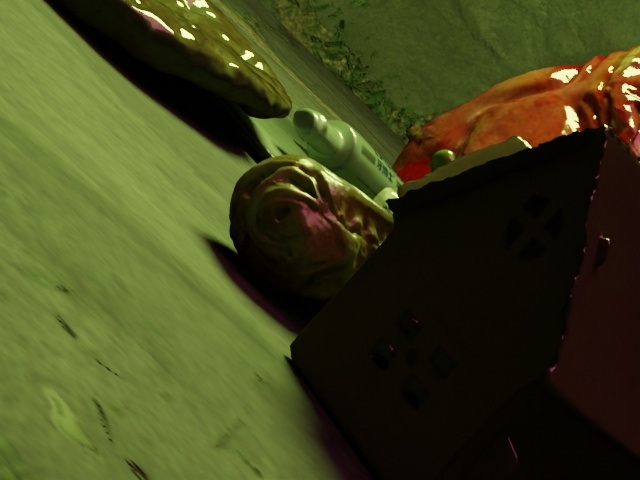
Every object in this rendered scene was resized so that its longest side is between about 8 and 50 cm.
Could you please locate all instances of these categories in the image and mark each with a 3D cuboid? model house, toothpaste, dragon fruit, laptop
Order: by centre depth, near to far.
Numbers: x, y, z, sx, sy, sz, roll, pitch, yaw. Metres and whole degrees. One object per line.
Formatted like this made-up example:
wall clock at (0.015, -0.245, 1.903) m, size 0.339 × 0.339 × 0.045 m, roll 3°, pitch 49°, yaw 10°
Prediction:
model house at (0.126, 0.001, 0.661) m, size 0.181 × 0.248 × 0.176 m, roll 39°, pitch 8°, yaw -44°
toothpaste at (0.045, -0.031, 1.192) m, size 0.067 × 0.037 × 0.255 m, roll 51°, pitch 6°, yaw 35°
laptop at (-0.013, -0.056, 1.203) m, size 0.188 × 0.015 × 0.269 m, roll 48°, pitch 8°, yaw 29°
dragon fruit at (0.241, -0.044, 1.371) m, size 0.286 × 0.329 × 0.228 m, roll 44°, pitch 13°, yaw -8°

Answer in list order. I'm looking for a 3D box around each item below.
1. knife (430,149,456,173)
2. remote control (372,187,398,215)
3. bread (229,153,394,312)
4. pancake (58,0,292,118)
knife at (0.060, 0.027, 0.788) m, size 0.184 × 0.026 × 0.022 m, roll 83°, pitch -12°, yaw -45°
remote control at (0.073, 0.032, 1.011) m, size 0.090 × 0.049 × 0.230 m, roll 42°, pitch 6°, yaw -18°
bread at (0.000, 0.000, 0.745) m, size 0.110 × 0.060 × 0.066 m, roll 29°, pitch 40°, yaw -57°
pancake at (-0.110, -0.143, 1.033) m, size 0.222 × 0.042 × 0.236 m, roll 41°, pitch 9°, yaw 0°
